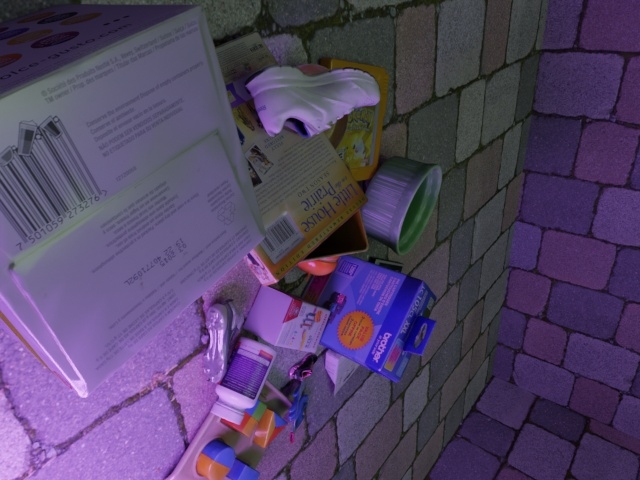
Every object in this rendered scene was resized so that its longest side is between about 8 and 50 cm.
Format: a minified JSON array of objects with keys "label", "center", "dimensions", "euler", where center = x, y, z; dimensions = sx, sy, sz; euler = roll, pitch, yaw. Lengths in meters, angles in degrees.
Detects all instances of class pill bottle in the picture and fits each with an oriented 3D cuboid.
[{"label":"pill bottle","center":[-0.195,0.349,1.190],"dimensions":[0.108,0.108,0.193],"euler":[52,55,-50]}]

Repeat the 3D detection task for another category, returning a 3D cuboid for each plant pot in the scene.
[{"label":"plant pot","center":[-0.048,-0.048,1.097],"dimensions":[0.212,0.187,0.212],"euler":[-8,82,-37]},{"label":"plant pot","center":[-0.033,-0.300,1.148],"dimensions":[0.237,0.032,0.236],"euler":[-15,116,-33]}]

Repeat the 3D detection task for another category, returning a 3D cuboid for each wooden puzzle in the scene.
[{"label":"wooden puzzle","center":[-0.216,0.554,1.301],"dimensions":[0.347,0.081,0.322],"euler":[-54,142,-22]}]

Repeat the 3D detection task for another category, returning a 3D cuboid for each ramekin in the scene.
[{"label":"ramekin","center":[0.250,-0.118,1.509],"dimensions":[0.303,0.148,0.303],"euler":[-46,150,-36]}]

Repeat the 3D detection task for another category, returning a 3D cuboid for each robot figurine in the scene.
[{"label":"robot figurine","center":[-0.001,0.000,1.291],"dimensions":[0.128,0.158,0.219],"euler":[10,98,-32]}]

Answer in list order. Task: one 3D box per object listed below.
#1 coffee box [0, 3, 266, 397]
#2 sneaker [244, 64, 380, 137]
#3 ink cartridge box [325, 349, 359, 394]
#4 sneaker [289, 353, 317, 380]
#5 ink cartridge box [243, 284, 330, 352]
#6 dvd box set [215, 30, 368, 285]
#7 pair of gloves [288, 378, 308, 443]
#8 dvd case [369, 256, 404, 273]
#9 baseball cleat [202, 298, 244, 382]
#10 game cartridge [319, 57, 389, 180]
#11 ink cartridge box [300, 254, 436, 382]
[{"label":"coffee box","center":[-0.331,-0.084,0.629],"dimensions":[0.337,0.335,0.338],"euler":[-44,139,-34]},{"label":"sneaker","center":[-0.004,-0.268,0.944],"dimensions":[0.297,0.111,0.129],"euler":[-12,91,-29]},{"label":"ink cartridge box","center":[0.089,0.413,1.686],"dimensions":[0.189,0.066,0.232],"euler":[-40,152,-36]},{"label":"sneaker","center":[-0.041,0.398,1.484],"dimensions":[0.119,0.057,0.047],"euler":[-32,127,-43]},{"label":"ink cartridge box","center":[-0.085,0.210,1.269],"dimensions":[0.176,0.128,0.128],"euler":[27,82,-52]},{"label":"dvd box set","center":[-0.117,-0.167,0.926],"dimensions":[0.308,0.062,0.420],"euler":[-43,102,-35]},{"label":"pair of gloves","center":[-0.067,0.518,1.480],"dimensions":[0.159,0.023,0.198],"euler":[-66,162,-54]},{"label":"dvd case","center":[0.223,0.158,1.749],"dimensions":[0.239,0.030,0.179],"euler":[12,96,-54]},{"label":"baseball cleat","center":[-0.227,0.241,1.150],"dimensions":[0.109,0.072,0.205],"euler":[-22,126,-55]},{"label":"game cartridge","center":[0.087,-0.322,1.324],"dimensions":[0.285,0.053,0.323],"euler":[-17,120,-49]},{"label":"ink cartridge box","center":[0.140,0.211,1.344],"dimensions":[0.269,0.396,0.151],"euler":[-62,144,-12]}]
